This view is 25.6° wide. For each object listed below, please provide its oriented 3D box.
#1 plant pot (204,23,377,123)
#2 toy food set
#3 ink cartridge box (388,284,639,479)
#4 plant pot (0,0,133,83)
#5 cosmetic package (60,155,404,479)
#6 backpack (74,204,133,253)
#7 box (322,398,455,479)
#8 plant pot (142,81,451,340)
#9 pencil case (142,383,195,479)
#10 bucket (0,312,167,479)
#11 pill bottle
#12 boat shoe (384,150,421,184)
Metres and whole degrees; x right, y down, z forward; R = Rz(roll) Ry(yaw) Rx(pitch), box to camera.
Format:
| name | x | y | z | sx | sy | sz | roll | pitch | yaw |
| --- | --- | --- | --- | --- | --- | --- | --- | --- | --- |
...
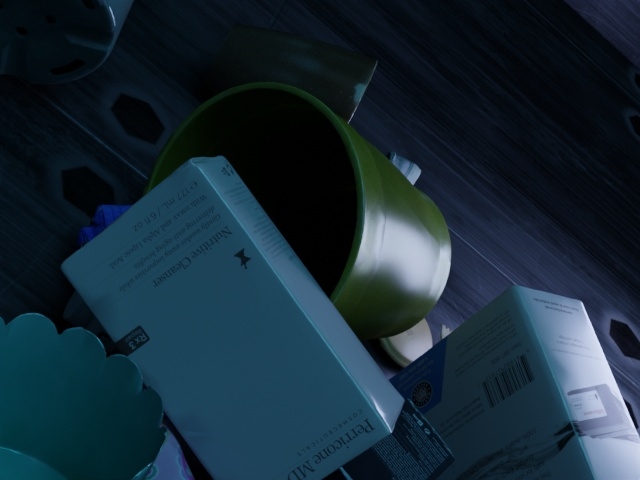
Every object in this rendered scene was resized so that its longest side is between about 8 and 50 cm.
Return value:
| name | x | y | z | sx | sy | sz | roll | pitch | yaw |
| --- | --- | --- | --- | --- | --- | --- | --- | --- | --- |
| plant pot | -0.060 | -0.245 | 2.242 | 0.230 | 0.215 | 0.215 | 28 | 37 | -4 |
| toy food set | 0.125 | 0.144 | 2.194 | 0.192 | 0.038 | 0.132 | 37 | 43 | -25 |
| ink cartridge box | 0.291 | 0.310 | 1.985 | 0.166 | 0.285 | 0.395 | 13 | 48 | -41 |
| plant pot | -0.375 | -0.420 | 1.963 | 0.341 | 0.341 | 0.334 | 29 | 46 | -25 |
| cosmetic package | -0.099 | 0.115 | 1.661 | 0.385 | 0.217 | 0.156 | 52 | 11 | 2 |
| backpack | -0.269 | 0.011 | 1.833 | 0.101 | 0.098 | 0.120 | 5 | 52 | -20 |
| box | 0.055 | 0.321 | 1.834 | 0.108 | 0.153 | 0.207 | 52 | 34 | 5 |
| plant pot | 0.000 | 0.000 | 1.955 | 0.353 | 0.366 | 0.366 | 15 | 45 | -54 |
| pencil case | -0.182 | 0.298 | 1.583 | 0.124 | 0.124 | 0.284 | 11 | 35 | -41 |
| bucket | -0.309 | 0.227 | 1.443 | 0.281 | 0.183 | 0.281 | 19 | 30 | -11 |
| pill bottle | -0.251 | 0.107 | 1.775 | 0.137 | 0.078 | 0.078 | 36 | 36 | -19 |
| boat shoe | 0.101 | -0.086 | 2.360 | 0.081 | 0.079 | 0.227 | 37 | 30 | 0 |
